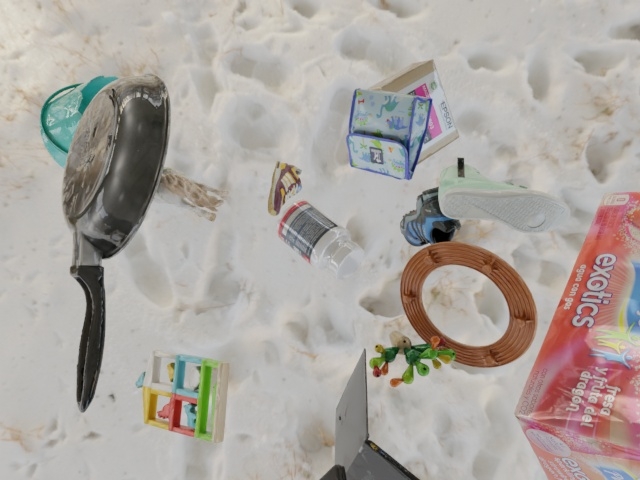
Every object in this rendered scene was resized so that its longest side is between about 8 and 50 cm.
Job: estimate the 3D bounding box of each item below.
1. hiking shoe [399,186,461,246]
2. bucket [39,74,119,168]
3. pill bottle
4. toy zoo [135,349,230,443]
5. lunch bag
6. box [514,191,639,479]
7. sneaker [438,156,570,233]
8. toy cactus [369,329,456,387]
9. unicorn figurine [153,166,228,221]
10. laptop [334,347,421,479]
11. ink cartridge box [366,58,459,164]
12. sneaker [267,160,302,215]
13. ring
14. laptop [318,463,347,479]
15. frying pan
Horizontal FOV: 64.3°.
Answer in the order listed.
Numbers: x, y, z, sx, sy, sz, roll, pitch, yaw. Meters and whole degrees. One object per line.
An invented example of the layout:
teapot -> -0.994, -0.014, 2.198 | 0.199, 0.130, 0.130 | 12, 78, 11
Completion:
hiking shoe -> 0.292, -0.029, 1.379 | 0.113, 0.304, 0.131 | -13, 70, -6
bucket -> -0.649, -0.323, 1.477 | 0.183, 0.281, 0.280 | -11, 82, 23
pill bottle -> 0.000, 0.000, 1.081 | 0.180, 0.108, 0.108 | 39, 86, 30
toy zoo -> -0.360, 0.386, 1.295 | 0.294, 0.030, 0.192 | 0, 83, 30
lunch bag -> 0.121, -0.195, 0.936 | 0.129, 0.096, 0.151 | 19, 112, 30
box -> 0.322, 0.101, 0.484 | 0.300, 0.142, 0.154 | -51, 124, -30
sneaker -> 0.367, -0.100, 1.036 | 0.256, 0.151, 0.094 | 9, 128, 0
toy cactus -> 0.209, 0.266, 1.235 | 0.219, 0.180, 0.112 | -14, 110, -10
unicorn figurine -> -0.175, -0.054, 0.567 | 0.111, 0.162, 0.060 | 18, 67, -33
laptop -> 0.179, 0.591, 1.412 | 0.408, 0.381, 0.236 | 34, 47, 18
ink cartridge box -> 0.251, -0.340, 1.378 | 0.193, 0.088, 0.234 | -34, 112, -20
sneaker -> -0.091, -0.138, 1.361 | 0.084, 0.069, 0.185 | 12, 53, -10
ring -> 0.333, 0.160, 1.202 | 0.336, 0.336, 0.032 | 51, 46, 7
laptop -> 0.036, 0.388, 0.489 | 0.137, 0.264, 0.234 | -25, 41, 15
frying pan -> -0.235, -0.020, 0.521 | 0.197, 0.053, 0.325 | 29, 99, 48
